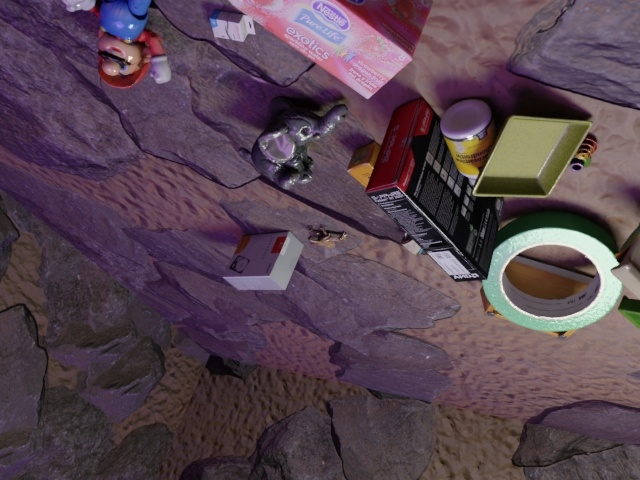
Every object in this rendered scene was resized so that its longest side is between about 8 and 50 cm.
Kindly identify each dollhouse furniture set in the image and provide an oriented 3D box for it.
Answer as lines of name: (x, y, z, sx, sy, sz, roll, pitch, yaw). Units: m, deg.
dollhouse furniture set: (0.739, 0.055, 1.314, 0.301, 0.197, 0.151, 37, 169, -21)

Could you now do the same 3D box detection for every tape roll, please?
tape roll: (0.565, 0.082, 1.446, 0.321, 0.077, 0.321, 10, 126, 13)

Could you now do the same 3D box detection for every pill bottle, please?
pill bottle: (0.321, -0.195, 1.214, 0.103, 0.103, 0.184, 2, 147, 33)

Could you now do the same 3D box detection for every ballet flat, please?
ballet flat: (0.280, -0.032, 1.582, 0.086, 0.086, 0.248, 23, 154, -3)

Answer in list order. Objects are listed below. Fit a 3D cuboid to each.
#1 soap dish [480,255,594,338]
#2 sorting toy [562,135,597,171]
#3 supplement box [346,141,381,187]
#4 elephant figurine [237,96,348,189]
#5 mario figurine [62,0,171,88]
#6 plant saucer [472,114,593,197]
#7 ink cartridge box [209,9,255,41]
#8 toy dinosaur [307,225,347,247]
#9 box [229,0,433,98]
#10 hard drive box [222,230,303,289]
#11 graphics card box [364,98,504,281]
soap dish: (0.613, 0.163, 1.651, 0.291, 0.118, 0.229, 18, 153, 8)
sorting toy: (0.521, -0.167, 1.190, 0.061, 0.042, 0.102, 13, 152, 16)
supplement box: (0.176, -0.140, 1.450, 0.233, 0.080, 0.078, 36, 149, -30)
elephant figurine: (-0.070, -0.252, 1.370, 0.169, 0.186, 0.239, 57, 153, 27)
mario figurine: (-0.417, -0.430, 1.223, 0.198, 0.170, 0.320, 52, 148, 14)
plant saucer: (0.405, -0.172, 1.156, 0.188, 0.045, 0.188, 0, 133, -18)
ink cartridge box: (-0.180, -0.439, 1.202, 0.083, 0.028, 0.048, 14, 153, 13)
toy dinosaur: (0.000, 0.000, 1.857, 0.092, 0.053, 0.183, 37, 149, -31)
box: (0.020, -0.403, 0.990, 0.300, 0.154, 0.142, 31, 152, -17)
hard drive box: (-0.193, 0.071, 1.985, 0.232, 0.181, 0.089, -5, 142, 39)
graphics card box: (0.265, -0.098, 1.291, 0.094, 0.233, 0.371, -11, 140, 45)
